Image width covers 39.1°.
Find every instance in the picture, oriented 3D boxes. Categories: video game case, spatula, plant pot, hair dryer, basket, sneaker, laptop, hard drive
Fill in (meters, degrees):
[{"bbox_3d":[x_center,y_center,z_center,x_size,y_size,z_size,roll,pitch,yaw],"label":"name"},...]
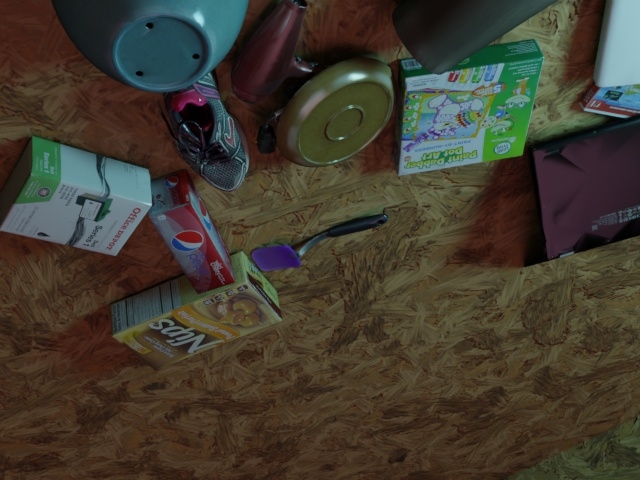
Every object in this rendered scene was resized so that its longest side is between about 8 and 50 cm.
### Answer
[{"bbox_3d":[0.634,-0.333,1.645,0.204,0.025,0.285,5,138,-25],"label":"video game case"},{"bbox_3d":[0.000,0.000,1.851,0.296,0.030,0.084,-22,140,9],"label":"spatula"},{"bbox_3d":[0.035,-0.207,1.535,0.236,0.032,0.236,-24,149,-16],"label":"plant pot"},{"bbox_3d":[-0.040,-0.283,1.466,0.223,0.080,0.293,-28,149,-8],"label":"hair dryer"},{"bbox_3d":[0.232,-0.369,1.366,0.227,0.154,0.204,-35,155,30],"label":"basket"},{"bbox_3d":[-0.197,-0.175,1.496,0.120,0.112,0.299,-18,143,4],"label":"sneaker"},{"bbox_3d":[0.619,-0.107,1.912,0.381,0.236,0.408,-16,118,1],"label":"laptop"},{"bbox_3d":[-0.227,-0.318,1.235,0.290,0.195,0.290,-9,142,-7],"label":"plant pot"},{"bbox_3d":[0.578,-0.396,1.497,0.203,0.040,0.308,-6,139,2],"label":"hard drive"}]

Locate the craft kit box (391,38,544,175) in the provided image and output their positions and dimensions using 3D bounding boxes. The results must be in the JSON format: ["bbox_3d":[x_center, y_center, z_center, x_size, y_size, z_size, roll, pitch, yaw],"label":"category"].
[{"bbox_3d":[0.258,-0.234,1.623,0.249,0.061,0.247,-10,145,-6],"label":"craft kit box"}]

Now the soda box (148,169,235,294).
[{"bbox_3d":[-0.243,-0.010,1.706,0.083,0.092,0.263,-18,143,3],"label":"soda box"}]

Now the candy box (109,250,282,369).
[{"bbox_3d":[-0.262,0.153,1.911,0.316,0.088,0.183,-23,142,10],"label":"candy box"}]

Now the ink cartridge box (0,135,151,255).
[{"bbox_3d":[-0.424,-0.072,1.566,0.219,0.093,0.160,15,134,-32],"label":"ink cartridge box"}]
